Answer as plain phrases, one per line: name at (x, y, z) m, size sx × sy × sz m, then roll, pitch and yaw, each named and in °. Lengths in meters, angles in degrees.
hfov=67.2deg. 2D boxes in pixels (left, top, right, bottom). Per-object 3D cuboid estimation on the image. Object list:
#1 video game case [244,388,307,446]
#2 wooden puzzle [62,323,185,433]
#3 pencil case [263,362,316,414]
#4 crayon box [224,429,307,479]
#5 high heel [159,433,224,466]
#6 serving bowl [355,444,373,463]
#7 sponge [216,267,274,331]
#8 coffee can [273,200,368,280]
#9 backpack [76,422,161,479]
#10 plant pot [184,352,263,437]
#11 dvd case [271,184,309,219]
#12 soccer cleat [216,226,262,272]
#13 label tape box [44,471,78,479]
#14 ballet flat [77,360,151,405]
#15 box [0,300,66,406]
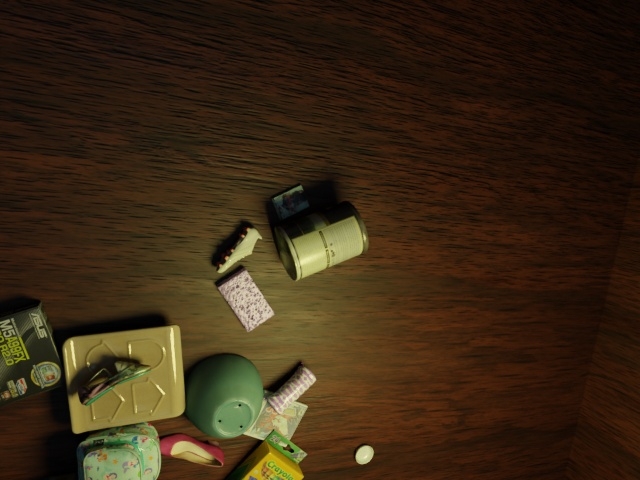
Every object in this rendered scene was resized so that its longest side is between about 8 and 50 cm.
video game case at (-0.175, 0.687, 1.857) m, size 0.201 × 0.023 × 0.183 m, roll 29°, pitch 89°, yaw -26°
wooden puzzle at (-0.630, 0.440, 1.572) m, size 0.348 × 0.080 × 0.322 m, roll -5°, pitch 101°, yaw -21°
pencil case at (-0.110, 0.557, 1.811) m, size 0.206 × 0.086 × 0.088 m, roll -40°, pitch 77°, yaw -22°
crayon box at (-0.215, 0.912, 1.842) m, size 0.323 × 0.083 × 0.203 m, roll -45°, pitch 115°, yaw -4°
high heel at (-0.461, 0.752, 1.696) m, size 0.244 × 0.117 × 0.082 m, roll 21°, pitch 93°, yaw -26°
serving bowl at (0.182, 0.907, 2.054) m, size 0.083 × 0.027 × 0.083 m, roll -5°, pitch 103°, yaw -23°
sponge at (-0.263, 0.212, 1.713) m, size 0.117 × 0.031 × 0.210 m, roll -34°, pitch 113°, yaw -13°
coffee can at (0.000, 0.000, 1.685) m, size 0.275 × 0.201 × 0.201 m, roll -22°, pitch 109°, yaw -18°
backpack at (-0.652, 0.718, 1.572) m, size 0.254 × 0.191 × 0.225 m, roll -2°, pitch 98°, yaw -25°
plant pot at (-0.322, 0.566, 1.674) m, size 0.290 × 0.195 × 0.290 m, roll -5°, pitch 103°, yaw -22°
dvd case at (-0.106, -0.135, 1.716) m, size 0.119 × 0.013 × 0.087 m, roll -26°, pitch 110°, yaw -15°
soccer cleat at (-0.278, 0.041, 1.653) m, size 0.076 × 0.068 × 0.196 m, roll 43°, pitch 80°, yaw -28°
label tape box at (-0.813, 0.945, 1.496) m, size 0.106 × 0.241 × 0.333 m, roll 1°, pitch 92°, yaw -24°
ballet flat at (-0.641, 0.423, 1.489) m, size 0.222 × 0.077 × 0.079 m, roll -27°, pitch 82°, yaw -15°
box at (-0.912, 0.343, 1.449) m, size 0.216 × 0.060 × 0.270 m, roll -16°, pitch 107°, yaw -19°
